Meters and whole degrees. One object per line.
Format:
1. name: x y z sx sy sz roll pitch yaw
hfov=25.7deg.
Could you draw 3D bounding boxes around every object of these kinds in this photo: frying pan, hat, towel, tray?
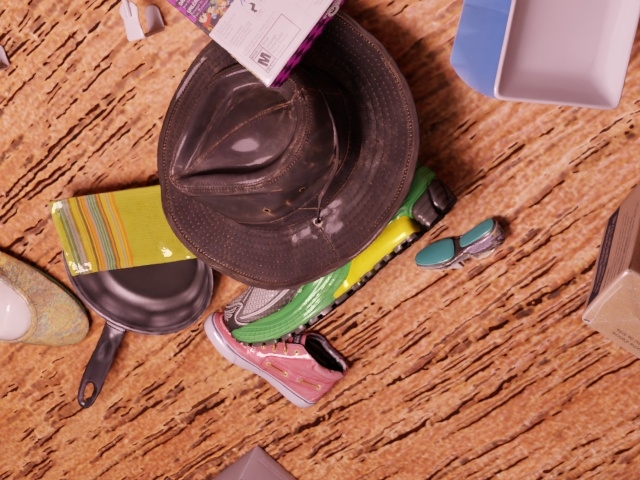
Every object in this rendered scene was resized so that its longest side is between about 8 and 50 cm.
1. frying pan: -0.221 0.083 1.756 0.197 0.053 0.326 8 123 14
2. hat: -0.069 -0.098 1.472 0.331 0.134 0.331 2 94 29
3. towel: -0.204 -0.016 1.659 0.237 0.021 0.102 -7 116 20
4. tray: 0.246 -0.262 1.325 0.145 0.030 0.270 3 108 -24

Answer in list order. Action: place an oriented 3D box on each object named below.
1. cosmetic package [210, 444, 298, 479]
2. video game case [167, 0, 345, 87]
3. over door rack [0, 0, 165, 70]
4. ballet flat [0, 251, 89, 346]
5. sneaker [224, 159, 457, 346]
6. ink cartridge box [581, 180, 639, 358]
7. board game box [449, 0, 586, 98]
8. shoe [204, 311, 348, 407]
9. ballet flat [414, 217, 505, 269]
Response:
1. cosmetic package: -0.126 0.395 1.893 0.127 0.107 0.238 44 121 -11
2. video game case: -0.054 -0.304 1.382 0.210 0.042 0.232 40 104 11
3. over door rack: -0.337 -0.331 1.503 0.240 0.108 0.324 -8 118 24
4. ballet flat: -0.463 0.052 1.781 0.349 0.123 0.123 35 125 -5
5. sneaker: 0.000 0.000 1.603 0.146 0.134 0.343 51 123 5
6. ink cartridge box: 0.400 0.064 1.449 0.235 0.193 0.088 33 127 -3
7. board game box: 0.187 -0.221 1.351 0.133 0.033 0.168 5 107 -25
8. shoe: -0.053 0.130 1.727 0.178 0.063 0.081 38 124 -13
9. ballet flat: 0.162 0.013 1.594 0.114 0.041 0.041 -26 110 31
